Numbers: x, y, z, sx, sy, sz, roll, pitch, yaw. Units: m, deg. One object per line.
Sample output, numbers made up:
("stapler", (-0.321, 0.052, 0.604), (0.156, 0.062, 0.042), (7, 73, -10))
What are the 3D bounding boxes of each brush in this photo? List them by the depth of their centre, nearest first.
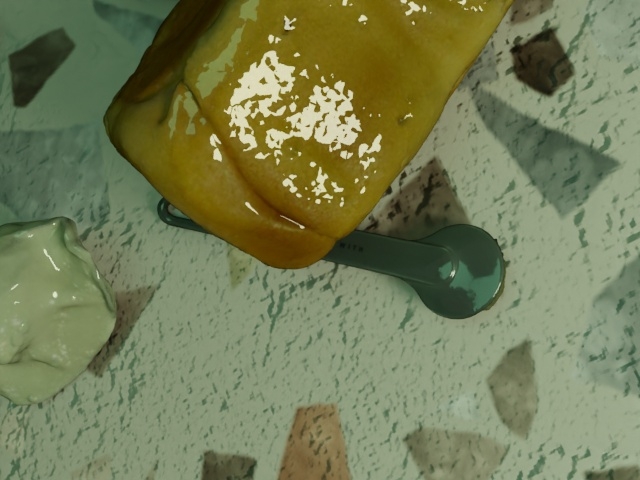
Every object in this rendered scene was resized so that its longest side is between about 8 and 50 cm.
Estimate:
("brush", (0.000, 0.000, 0.628), (0.266, 0.027, 0.062), (13, 84, 26))

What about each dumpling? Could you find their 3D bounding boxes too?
("dumpling", (-0.234, 0.059, 0.671), (0.169, 0.100, 0.134), (-22, 109, -7))

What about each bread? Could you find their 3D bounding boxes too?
("bread", (0.011, -0.131, 0.566), (0.294, 0.167, 0.132), (-53, 28, -1))
